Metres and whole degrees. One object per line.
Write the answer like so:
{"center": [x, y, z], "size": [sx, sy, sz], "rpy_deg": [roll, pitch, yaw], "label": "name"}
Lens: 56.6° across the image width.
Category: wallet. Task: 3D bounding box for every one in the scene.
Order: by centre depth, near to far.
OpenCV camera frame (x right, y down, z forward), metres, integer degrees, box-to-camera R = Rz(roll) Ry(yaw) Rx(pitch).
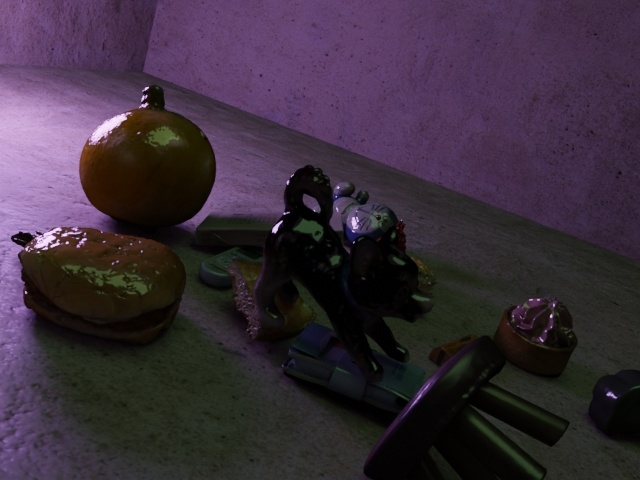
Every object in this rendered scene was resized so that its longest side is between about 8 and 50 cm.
{"center": [0.067, 0.243, 1.109], "size": [0.250, 0.075, 0.176], "rpy_deg": [21, 15, 11], "label": "wallet"}

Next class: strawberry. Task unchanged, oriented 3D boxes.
{"center": [0.179, 0.044, 1.697], "size": [0.236, 0.175, 0.107], "rpy_deg": [-34, 84, -27], "label": "strawberry"}

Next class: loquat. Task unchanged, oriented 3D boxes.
{"center": [-0.413, -0.198, 1.464], "size": [0.328, 0.360, 0.328], "rpy_deg": [6, 6, -1], "label": "loquat"}

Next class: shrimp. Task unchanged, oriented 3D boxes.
{"center": [-0.505, 0.018, 1.241], "size": [0.250, 0.052, 0.143], "rpy_deg": [20, 7, -21], "label": "shrimp"}

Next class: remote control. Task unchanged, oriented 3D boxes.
{"center": [-0.199, 0.058, 1.409], "size": [0.087, 0.047, 0.244], "rpy_deg": [21, 19, 18], "label": "remote control"}

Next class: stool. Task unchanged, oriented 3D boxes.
{"center": [0.208, 0.289, 0.852], "size": [0.178, 0.272, 0.272], "rpy_deg": [43, 27, 21], "label": "stool"}

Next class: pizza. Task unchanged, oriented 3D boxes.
{"center": [-0.109, 0.136, 1.249], "size": [0.204, 0.080, 0.188], "rpy_deg": [11, 41, -50], "label": "pizza"}

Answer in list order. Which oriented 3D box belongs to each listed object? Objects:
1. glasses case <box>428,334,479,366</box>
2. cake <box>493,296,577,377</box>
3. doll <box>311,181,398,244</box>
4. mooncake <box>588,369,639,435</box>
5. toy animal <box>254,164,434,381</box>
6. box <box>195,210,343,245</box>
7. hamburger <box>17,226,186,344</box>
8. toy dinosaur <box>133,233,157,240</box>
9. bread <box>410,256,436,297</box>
{"center": [0.320, 0.254, 1.363], "size": [0.064, 0.041, 0.169], "rpy_deg": [33, 23, 34], "label": "glasses case"}
{"center": [0.544, 0.216, 1.475], "size": [0.185, 0.178, 0.207], "rpy_deg": [25, 17, 21], "label": "cake"}
{"center": [0.121, -0.061, 1.892], "size": [0.258, 0.154, 0.228], "rpy_deg": [22, 51, 32], "label": "doll"}
{"center": [0.670, 0.362, 1.279], "size": [0.175, 0.168, 0.104], "rpy_deg": [47, -2, -15], "label": "mooncake"}
{"center": [0.044, 0.045, 1.067], "size": [0.344, 0.303, 0.194], "rpy_deg": [22, 21, 24], "label": "toy animal"}
{"center": [-0.123, -0.032, 1.552], "size": [0.364, 0.051, 0.205], "rpy_deg": [1, 16, 1], "label": "box"}
{"center": [-0.387, 0.065, 1.068], "size": [0.283, 0.145, 0.260], "rpy_deg": [10, 23, -9], "label": "hamburger"}
{"center": [-0.424, 0.004, 1.374], "size": [0.041, 0.026, 0.113], "rpy_deg": [29, 29, 9], "label": "toy dinosaur"}
{"center": [0.172, 0.098, 1.534], "size": [0.245, 0.121, 0.174], "rpy_deg": [7, 13, -19], "label": "bread"}
